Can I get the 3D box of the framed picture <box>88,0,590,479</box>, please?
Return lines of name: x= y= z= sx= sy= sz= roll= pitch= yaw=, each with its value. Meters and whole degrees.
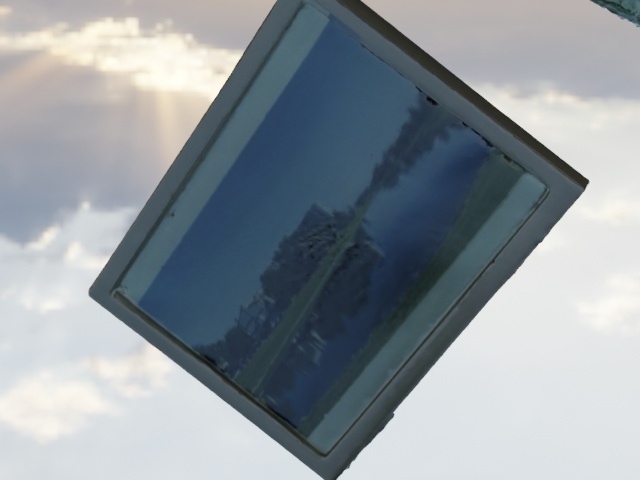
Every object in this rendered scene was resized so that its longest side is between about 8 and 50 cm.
framed picture: x=0.000 y=0.000 z=0.513 sx=0.109 sy=0.149 sz=0.011 roll=37 pitch=-147 yaw=1

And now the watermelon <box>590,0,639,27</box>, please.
watermelon: x=0.059 y=-0.098 z=0.321 sx=0.080 sy=0.101 sz=0.155 roll=-39 pitch=-178 yaw=24
